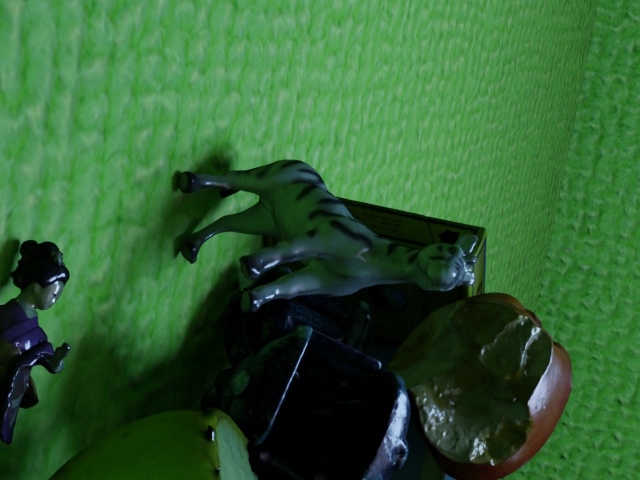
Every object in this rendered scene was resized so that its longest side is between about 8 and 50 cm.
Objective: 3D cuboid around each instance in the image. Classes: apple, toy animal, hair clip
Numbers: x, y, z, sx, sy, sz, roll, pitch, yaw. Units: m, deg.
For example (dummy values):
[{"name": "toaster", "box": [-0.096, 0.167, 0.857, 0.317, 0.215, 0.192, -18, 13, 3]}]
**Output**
[{"name": "apple", "box": [0.154, 0.134, 1.143, 0.158, 0.156, 0.147, -34, 143, -3]}, {"name": "toy animal", "box": [-0.009, 0.008, 1.037, 0.170, 0.255, 0.090, -30, 141, -44]}, {"name": "hair clip", "box": [-0.026, 0.157, 1.088, 0.206, 0.194, 0.310, -60, -171, 8]}]

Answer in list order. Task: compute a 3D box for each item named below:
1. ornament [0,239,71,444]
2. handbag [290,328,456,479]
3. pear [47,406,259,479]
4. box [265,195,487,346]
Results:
[{"name": "ornament", "box": [-0.205, 0.092, 0.801, 0.088, 0.081, 0.203, 65, 43, -60]}, {"name": "handbag", "box": [0.061, 0.210, 1.346, 0.263, 0.241, 0.222, 77, 33, -54]}, {"name": "pear", "box": [-0.140, 0.267, 0.878, 0.159, 0.292, 0.292, -125, -146, -58]}, {"name": "box", "box": [0.057, 0.035, 1.245, 0.064, 0.220, 0.141, -58, 154, -46]}]
